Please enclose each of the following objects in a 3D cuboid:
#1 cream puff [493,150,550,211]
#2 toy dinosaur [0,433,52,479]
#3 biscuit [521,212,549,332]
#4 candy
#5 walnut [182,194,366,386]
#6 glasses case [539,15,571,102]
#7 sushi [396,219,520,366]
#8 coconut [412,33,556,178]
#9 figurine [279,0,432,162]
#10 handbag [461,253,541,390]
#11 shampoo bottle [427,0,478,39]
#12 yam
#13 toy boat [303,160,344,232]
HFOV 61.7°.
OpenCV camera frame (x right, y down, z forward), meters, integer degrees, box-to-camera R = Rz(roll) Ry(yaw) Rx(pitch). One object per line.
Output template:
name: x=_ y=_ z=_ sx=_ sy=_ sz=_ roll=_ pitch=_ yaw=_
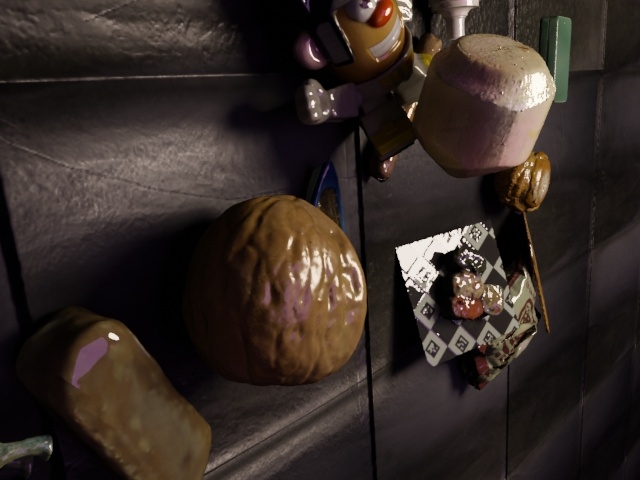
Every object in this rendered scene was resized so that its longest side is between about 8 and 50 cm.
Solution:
cream puff: x=0.412 y=-0.124 z=1.105 sx=0.144 sy=0.103 sz=0.126 roll=-13 pitch=114 yaw=-58
toy dinosaur: x=-0.324 y=0.216 z=0.478 sx=0.147 sy=0.076 sz=0.363 roll=18 pitch=88 yaw=-40
biscuit: x=0.473 y=0.053 z=1.185 sx=0.232 sy=0.013 sz=0.237 roll=-69 pitch=142 yaw=-54
candy: x=-0.209 y=0.175 z=0.562 sx=0.102 sy=0.104 sz=0.234 roll=-50 pitch=128 yaw=-32
walnut: x=-0.053 y=0.056 z=0.623 sx=0.228 sy=0.228 sz=0.228 roll=-10 pitch=104 yaw=-43
glasses case: x=0.529 y=-0.406 z=1.212 sx=0.078 sy=0.039 sz=0.184 roll=-14 pitch=107 yaw=-42
sushi: x=0.268 y=0.088 z=0.963 sx=0.231 sy=0.047 sz=0.219 roll=-15 pitch=90 yaw=-27
coconut: x=0.205 y=-0.161 z=0.690 sx=0.171 sy=0.171 sz=0.183 roll=-36 pitch=150 yaw=-34
figurine: x=0.052 y=-0.261 z=0.705 sx=0.308 sy=0.143 sz=0.308 roll=16 pitch=70 yaw=-53
handbag: x=0.374 y=0.172 z=1.112 sx=0.235 sy=0.127 sz=0.213 roll=-43 pitch=135 yaw=-18
shampoo bottle: x=0.212 y=-0.482 z=0.855 sx=0.092 sy=0.092 sz=0.303 roll=-21 pitch=112 yaw=-40
yam: x=0.136 y=-0.215 z=0.863 sx=0.046 sy=0.046 sz=0.264 roll=34 pitch=72 yaw=-42
toy boat: x=0.000 y=0.000 z=0.771 sx=0.080 sy=0.046 sz=0.229 roll=-11 pitch=105 yaw=-42
